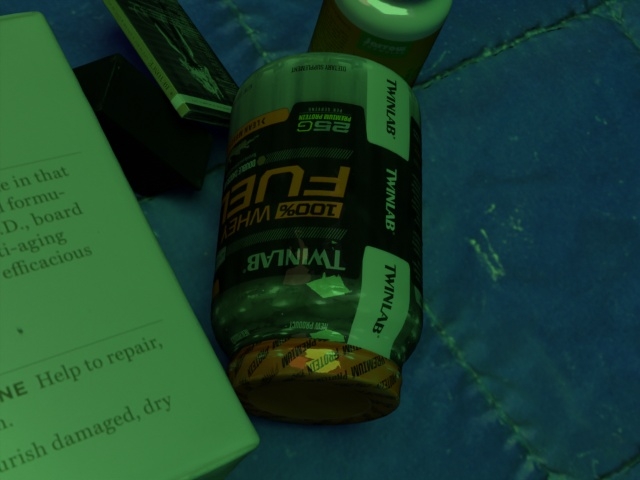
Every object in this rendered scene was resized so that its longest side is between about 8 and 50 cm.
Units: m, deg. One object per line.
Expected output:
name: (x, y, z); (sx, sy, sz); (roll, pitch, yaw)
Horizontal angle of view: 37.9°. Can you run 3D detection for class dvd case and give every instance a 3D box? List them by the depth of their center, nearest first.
dvd case: (-0.163, -0.214, 1.051); (0.221, 0.018, 0.164); (55, 20, 16)

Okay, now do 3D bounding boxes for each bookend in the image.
bookend: (-0.227, -0.110, 1.003); (0.157, 0.156, 0.072); (40, 50, -44)

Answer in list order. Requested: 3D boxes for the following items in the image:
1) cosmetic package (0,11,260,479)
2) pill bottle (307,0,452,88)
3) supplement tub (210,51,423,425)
cosmetic package: (-0.311, 0.095, 0.724); (0.327, 0.329, 0.393); (-19, 69, -31)
pill bottle: (0.069, -0.256, 1.056); (0.136, 0.245, 0.136); (5, 63, -10)
supplement tub: (0.000, 0.000, 0.936); (0.207, 0.207, 0.338); (7, 62, -10)
